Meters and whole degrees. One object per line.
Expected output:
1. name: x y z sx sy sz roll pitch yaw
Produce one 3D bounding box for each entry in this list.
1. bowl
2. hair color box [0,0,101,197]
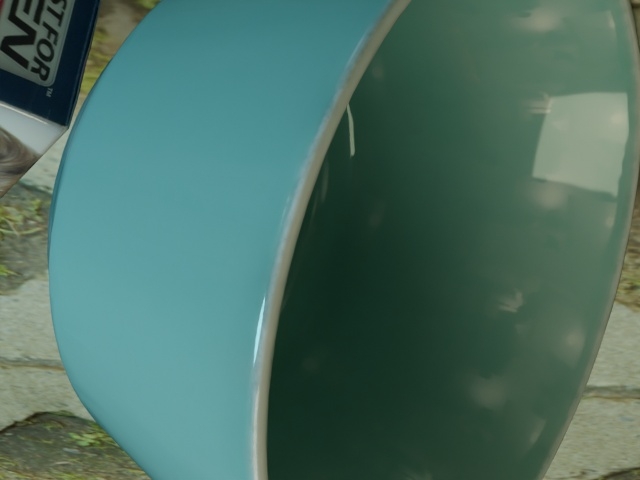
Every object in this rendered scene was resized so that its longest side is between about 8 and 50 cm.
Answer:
1. bowl: 0.000 0.000 0.743 0.163 0.311 0.311 16 159 30
2. hair color box: -0.289 -0.119 0.762 0.347 0.105 0.174 20 151 -23
